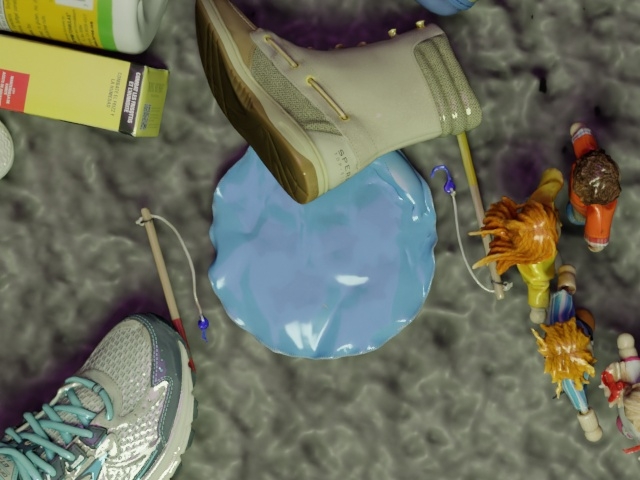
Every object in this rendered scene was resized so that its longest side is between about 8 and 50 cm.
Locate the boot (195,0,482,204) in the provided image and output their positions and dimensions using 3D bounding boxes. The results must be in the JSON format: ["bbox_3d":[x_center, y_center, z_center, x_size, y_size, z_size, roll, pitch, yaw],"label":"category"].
[{"bbox_3d":[0.009,-0.132,1.420,0.165,0.077,0.213,-23,52,-16],"label":"boot"}]

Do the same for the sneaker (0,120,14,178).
[{"bbox_3d":[-0.367,-0.049,1.462,0.240,0.126,0.091,-13,87,-25],"label":"sneaker"}]

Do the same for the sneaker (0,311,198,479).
[{"bbox_3d":[-0.196,0.177,1.387,0.110,0.122,0.283,28,89,40],"label":"sneaker"}]

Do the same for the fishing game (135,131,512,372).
[{"bbox_3d":[0.000,0.000,1.437,0.264,0.041,0.189,-18,83,0],"label":"fishing game"}]

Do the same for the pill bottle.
[{"bbox_3d":[-0.243,-0.230,1.426,0.246,0.136,0.136,11,88,5],"label":"pill bottle"}]

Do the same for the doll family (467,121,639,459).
[{"bbox_3d":[0.178,0.049,1.349,0.118,0.163,0.263,-13,85,5],"label":"doll family"}]

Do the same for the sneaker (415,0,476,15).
[{"bbox_3d":[-0.004,-0.263,1.435,0.296,0.112,0.131,46,110,9],"label":"sneaker"}]

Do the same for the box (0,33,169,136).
[{"bbox_3d":[-0.241,-0.130,1.446,0.232,0.087,0.058,12,95,6],"label":"box"}]
